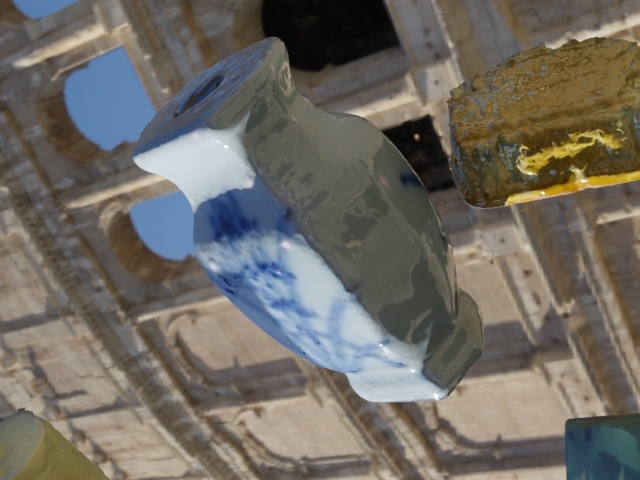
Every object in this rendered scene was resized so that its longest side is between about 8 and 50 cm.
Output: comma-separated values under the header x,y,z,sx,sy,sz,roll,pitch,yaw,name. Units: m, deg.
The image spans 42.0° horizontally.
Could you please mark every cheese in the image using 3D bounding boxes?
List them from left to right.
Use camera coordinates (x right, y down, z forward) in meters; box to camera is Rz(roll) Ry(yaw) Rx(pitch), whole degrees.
x,y,z,sx,sy,sz,roll,pitch,yaw,name
-0.305,0.273,0.903,0.123,0.094,0.167,-39,-46,-15,cheese

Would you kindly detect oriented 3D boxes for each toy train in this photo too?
x,y,z,sx,sy,sz,roll,pitch,yaw,name
0.432,0.273,1.035,0.159,0.326,0.129,5,-105,-15,toy train

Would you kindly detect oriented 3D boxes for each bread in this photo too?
x,y,z,sx,sy,sz,roll,pitch,yaw,name
0.255,-0.125,0.897,0.121,0.246,0.174,64,-160,-45,bread

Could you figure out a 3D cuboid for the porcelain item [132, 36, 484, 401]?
x,y,z,sx,sy,sz,roll,pitch,yaw,name
0.000,0.000,0.884,0.405,0.243,0.178,50,-130,-23,porcelain item
